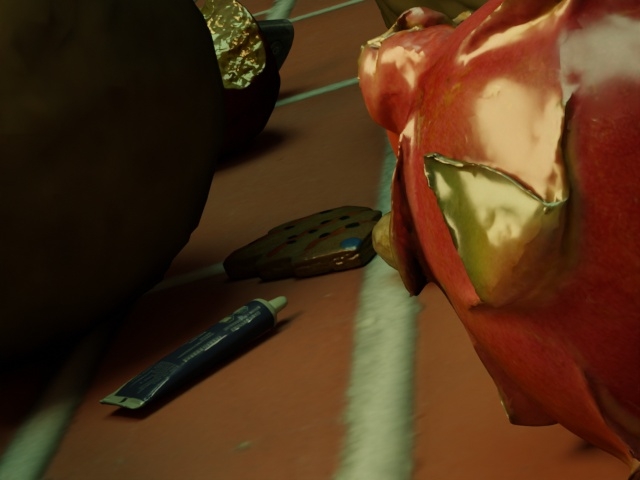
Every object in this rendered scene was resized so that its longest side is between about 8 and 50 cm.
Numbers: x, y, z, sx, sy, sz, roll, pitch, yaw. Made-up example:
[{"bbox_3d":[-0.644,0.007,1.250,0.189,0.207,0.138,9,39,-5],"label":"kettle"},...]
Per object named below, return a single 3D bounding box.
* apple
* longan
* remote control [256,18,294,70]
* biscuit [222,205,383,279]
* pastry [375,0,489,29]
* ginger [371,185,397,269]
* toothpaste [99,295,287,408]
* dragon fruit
[{"bbox_3d":[-0.122,-0.138,1.612,0.158,0.147,0.156,-36,47,-13],"label":"apple"},{"bbox_3d":[-0.285,-0.088,1.145,0.436,0.404,0.404,-12,14,-8],"label":"longan"},{"bbox_3d":[-0.181,-0.162,1.705,0.377,0.044,0.107,-11,-30,-46],"label":"remote control"},{"bbox_3d":[0.000,0.000,1.199,0.119,0.019,0.130,-24,16,-22],"label":"biscuit"},{"bbox_3d":[0.169,-0.317,1.424,0.313,0.388,0.388,31,33,14],"label":"pastry"},{"bbox_3d":[0.120,-0.029,1.085,0.214,0.059,0.133,-12,20,27],"label":"ginger"},{"bbox_3d":[-0.070,0.066,1.041,0.140,0.021,0.037,-32,21,-37],"label":"toothpaste"},{"bbox_3d":[0.133,-0.023,0.731,0.224,0.227,0.224,-20,-26,-10],"label":"dragon fruit"}]
